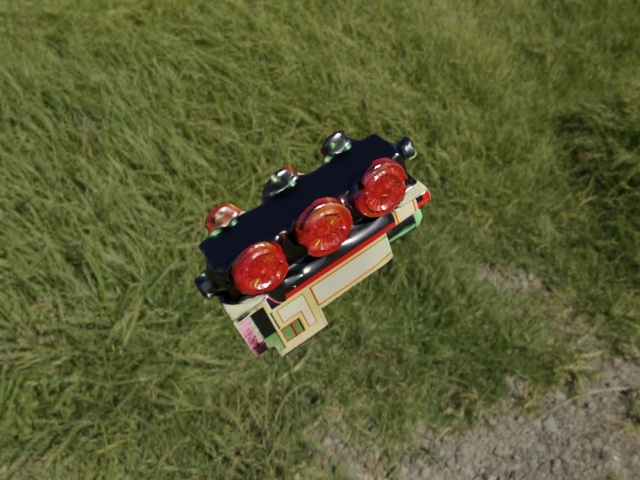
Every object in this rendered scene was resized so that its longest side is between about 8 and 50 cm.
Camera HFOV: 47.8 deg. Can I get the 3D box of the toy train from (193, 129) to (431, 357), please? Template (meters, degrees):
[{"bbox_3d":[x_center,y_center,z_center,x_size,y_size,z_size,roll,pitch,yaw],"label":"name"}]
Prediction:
[{"bbox_3d":[0.000,0.000,0.394,0.138,0.087,0.050,-34,46,-9],"label":"toy train"}]
